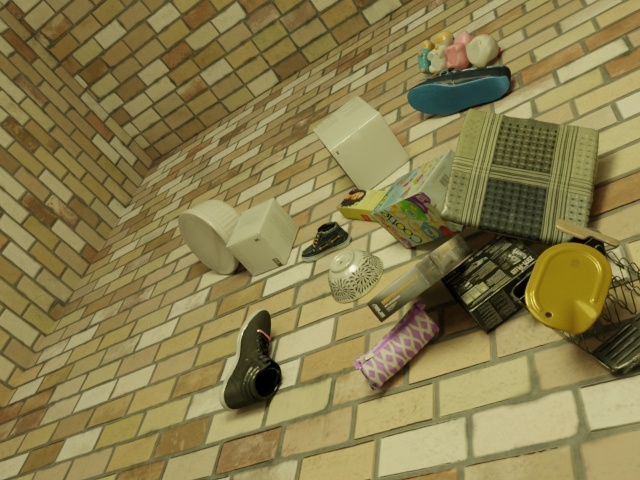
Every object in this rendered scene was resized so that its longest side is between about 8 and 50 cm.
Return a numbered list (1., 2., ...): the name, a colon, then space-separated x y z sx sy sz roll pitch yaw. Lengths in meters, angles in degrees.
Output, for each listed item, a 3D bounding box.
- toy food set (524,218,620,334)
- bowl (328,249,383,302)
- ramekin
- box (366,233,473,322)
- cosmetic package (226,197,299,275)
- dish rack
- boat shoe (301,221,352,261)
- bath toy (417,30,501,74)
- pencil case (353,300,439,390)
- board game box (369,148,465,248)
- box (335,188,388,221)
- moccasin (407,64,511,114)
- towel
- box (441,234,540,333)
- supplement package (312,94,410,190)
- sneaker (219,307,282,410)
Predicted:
1. toy food set: 0.446 0.078 1.094 0.128 0.071 0.218 18 62 29
2. bowl: 0.078 0.080 1.665 0.170 0.080 0.170 -30 31 20
3. ramekin: -0.362 -0.022 2.170 0.273 0.273 0.127 -2 34 49
4. box: 0.222 0.079 1.350 0.183 0.056 0.231 -43 -10 30
5. cosmetic package: -0.189 -0.012 2.044 0.151 0.151 0.183 -21 33 32
6. dish rack: 0.508 0.106 1.111 0.208 0.074 0.271 -41 28 1
7. boat shoe: 0.000 0.000 1.868 0.183 0.083 0.065 -24 32 28
8. bath toy: 0.499 -0.677 2.189 0.129 0.151 0.348 -14 17 -28
9. pencil case: 0.164 0.228 1.342 0.206 0.088 0.086 -43 30 -6
10. board game box: 0.266 -0.093 1.528 0.144 0.142 0.275 -52 10 -19
11. box: 0.150 -0.106 1.865 0.087 0.058 0.232 -51 31 -19
12. moccasin: 0.453 -0.488 1.992 0.342 0.137 0.117 3 44 34
13. towel: 0.447 -0.141 1.362 0.312 0.056 0.324 13 63 14
14. box: 0.372 0.084 1.301 0.180 0.077 0.147 -39 28 4
15. supplement package: 0.131 -0.324 2.047 0.199 0.198 0.262 -37 28 5
16. sneaker: -0.151 0.305 1.610 0.147 0.104 0.295 -14 44 37
